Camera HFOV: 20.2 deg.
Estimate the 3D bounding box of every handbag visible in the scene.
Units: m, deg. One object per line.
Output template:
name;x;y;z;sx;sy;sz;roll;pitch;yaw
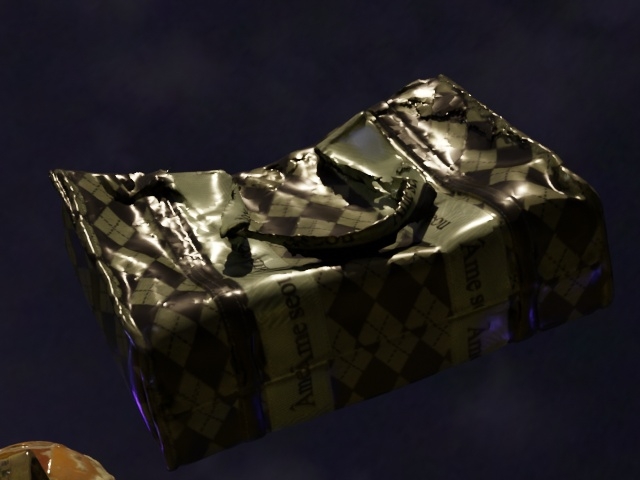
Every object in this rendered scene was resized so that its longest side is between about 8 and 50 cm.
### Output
handbag;0.000;0.000;1.565;0.317;0.416;0.180;-125;-159;-50

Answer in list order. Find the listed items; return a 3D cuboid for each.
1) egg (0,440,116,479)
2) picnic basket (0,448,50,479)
egg;-0.273;0.305;1.768;0.195;0.233;0.195;-10;-46;-11
picnic basket;-0.237;0.292;1.314;0.139;0.165;0.267;-15;-46;5
